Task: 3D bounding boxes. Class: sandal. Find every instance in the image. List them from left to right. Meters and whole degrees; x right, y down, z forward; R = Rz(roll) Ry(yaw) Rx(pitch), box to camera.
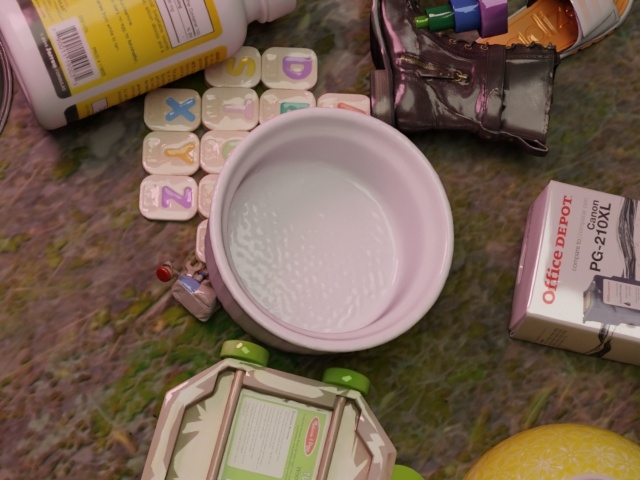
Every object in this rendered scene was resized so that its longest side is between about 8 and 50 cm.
[{"bbox_3d":[0.292,-0.274,1.923,0.265,0.076,0.102,-37,79,-14],"label":"sandal"}]

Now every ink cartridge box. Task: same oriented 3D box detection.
[{"bbox_3d":[0.354,0.046,1.809,0.237,0.100,0.172,13,72,-1],"label":"ink cartridge box"}]

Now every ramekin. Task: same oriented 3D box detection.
[{"bbox_3d":[0.000,0.000,1.757,0.277,0.135,0.277,3,76,-13],"label":"ramekin"}]

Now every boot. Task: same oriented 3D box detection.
[{"bbox_3d":[0.173,-0.223,1.877,0.229,0.091,0.263,0,74,2],"label":"boot"}]

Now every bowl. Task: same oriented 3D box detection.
[{"bbox_3d":[0.285,0.328,1.682,0.289,0.156,0.289,2,72,-5],"label":"bowl"}]

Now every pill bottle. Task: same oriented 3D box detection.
[{"bbox_3d":[-0.207,-0.273,1.820,0.334,0.188,0.188,-23,75,-10],"label":"pill bottle"}]

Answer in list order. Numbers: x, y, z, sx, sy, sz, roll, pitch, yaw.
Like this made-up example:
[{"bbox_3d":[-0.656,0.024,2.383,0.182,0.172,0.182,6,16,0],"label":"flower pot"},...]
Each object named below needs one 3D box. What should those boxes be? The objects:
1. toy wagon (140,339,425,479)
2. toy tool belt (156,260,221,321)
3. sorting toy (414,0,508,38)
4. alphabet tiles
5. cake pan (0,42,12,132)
[{"bbox_3d":[-0.020,0.269,1.724,0.344,0.068,0.267,15,71,0],"label":"toy wagon"},{"bbox_3d":[-0.146,0.051,1.801,0.083,0.052,0.051,42,42,6],"label":"toy tool belt"},{"bbox_3d":[0.121,-0.351,1.852,0.126,0.127,0.365,-12,43,-2],"label":"sorting toy"},{"bbox_3d":[-0.075,-0.102,1.866,0.278,0.021,0.284,3,71,-4],"label":"alphabet tiles"},{"bbox_3d":[-0.516,-0.189,1.843,0.293,0.054,0.293,1,72,-4],"label":"cake pan"}]
